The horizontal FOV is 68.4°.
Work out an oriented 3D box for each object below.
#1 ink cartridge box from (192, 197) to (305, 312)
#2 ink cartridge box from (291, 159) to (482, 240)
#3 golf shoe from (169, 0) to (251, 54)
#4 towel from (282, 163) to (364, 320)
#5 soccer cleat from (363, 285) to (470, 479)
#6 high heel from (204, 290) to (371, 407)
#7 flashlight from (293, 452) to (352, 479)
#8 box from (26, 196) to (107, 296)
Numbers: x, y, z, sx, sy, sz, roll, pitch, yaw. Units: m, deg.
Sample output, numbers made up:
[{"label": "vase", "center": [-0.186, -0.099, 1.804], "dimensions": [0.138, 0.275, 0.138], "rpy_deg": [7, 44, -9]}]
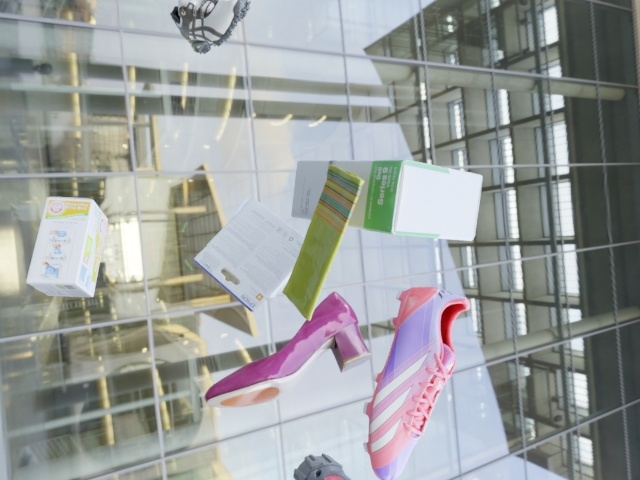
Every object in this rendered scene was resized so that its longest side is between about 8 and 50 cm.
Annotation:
[{"label": "ink cartridge box", "center": [-0.162, 0.036, 1.165], "dimensions": [0.223, 0.224, 0.045], "rpy_deg": [38, -14, 21]}, {"label": "ink cartridge box", "center": [0.111, -0.080, 0.876], "dimensions": [0.289, 0.211, 0.121], "rpy_deg": [13, -82, 52]}, {"label": "golf shoe", "center": [-0.195, -0.379, 0.795], "dimensions": [0.198, 0.094, 0.077], "rpy_deg": [4, -120, 51]}, {"label": "towel", "center": [0.000, 0.000, 0.753], "dimensions": [0.102, 0.021, 0.237], "rpy_deg": [40, -68, 60]}, {"label": "soccer cleat", "center": [0.122, 0.175, 0.593], "dimensions": [0.095, 0.083, 0.248], "rpy_deg": [2, -115, 35]}, {"label": "high heel", "center": [-0.084, 0.237, 1.040], "dimensions": [0.181, 0.377, 0.127], "rpy_deg": [62, -30, 31]}, {"label": "flashlight", "center": [0.037, 0.435, 0.771], "dimensions": [0.103, 0.103, 0.304], "rpy_deg": [59, -23, -9]}, {"label": "box", "center": [-0.567, 0.016, 1.069], "dimensions": [0.114, 0.103, 0.203], "rpy_deg": [107, -15, -68]}]
